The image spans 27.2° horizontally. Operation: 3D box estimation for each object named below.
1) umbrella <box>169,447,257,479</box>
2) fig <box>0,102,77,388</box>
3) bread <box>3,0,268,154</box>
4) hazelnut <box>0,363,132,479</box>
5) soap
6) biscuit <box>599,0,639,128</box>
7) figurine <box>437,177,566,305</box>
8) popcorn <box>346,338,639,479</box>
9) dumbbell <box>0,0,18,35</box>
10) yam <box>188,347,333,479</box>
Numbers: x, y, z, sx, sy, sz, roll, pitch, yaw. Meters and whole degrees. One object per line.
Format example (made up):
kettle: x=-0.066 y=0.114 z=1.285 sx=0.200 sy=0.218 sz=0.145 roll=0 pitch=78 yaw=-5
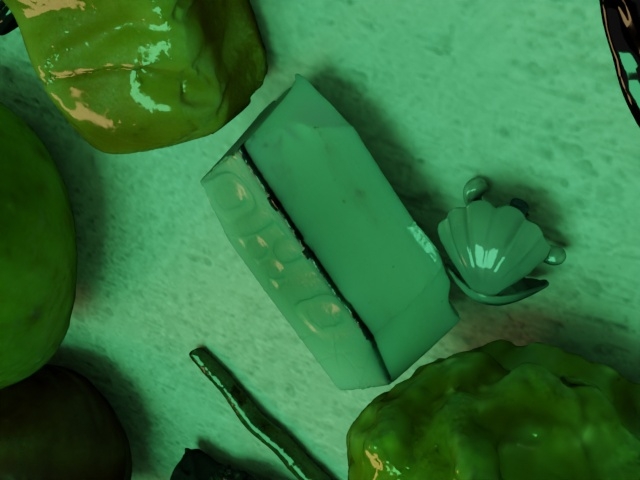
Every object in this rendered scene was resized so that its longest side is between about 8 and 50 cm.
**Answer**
umbrella: x=-0.025 y=0.324 z=1.304 sx=0.337 sy=0.154 sz=0.128 roll=29 pitch=96 yaw=13
fig: x=-0.341 y=0.021 z=1.224 sx=0.258 sy=0.258 sz=0.326 roll=14 pitch=147 yaw=28
bread: x=-0.162 y=-0.209 z=0.986 sx=0.167 sy=0.132 sz=0.294 roll=-5 pitch=119 yaw=30
hazelnut: x=-0.316 y=0.235 z=1.419 sx=0.217 sy=0.217 sz=0.251 roll=45 pitch=161 yaw=-2
soap: x=0.000 y=0.000 z=1.034 sx=0.230 sy=0.091 sz=0.145 roll=53 pitch=155 yaw=-6
biscuit: x=0.346 y=-0.136 z=0.696 sx=0.407 sy=0.091 sz=0.407 roll=22 pitch=134 yaw=24
figurine: x=0.136 y=0.004 z=0.987 sx=0.094 sy=0.082 sz=0.086 roll=12 pitch=113 yaw=17
popcorn: x=0.141 y=0.213 z=0.987 sx=0.335 sy=0.279 sz=0.274 roll=27 pitch=165 yaw=-9
dumbbell: x=-0.279 y=-0.242 z=1.069 sx=0.208 sy=0.099 sz=0.099 roll=49 pitch=137 yaw=-7
yam: x=-0.046 y=0.193 z=1.305 sx=0.234 sy=0.029 sz=0.027 roll=46 pitch=111 yaw=-2
